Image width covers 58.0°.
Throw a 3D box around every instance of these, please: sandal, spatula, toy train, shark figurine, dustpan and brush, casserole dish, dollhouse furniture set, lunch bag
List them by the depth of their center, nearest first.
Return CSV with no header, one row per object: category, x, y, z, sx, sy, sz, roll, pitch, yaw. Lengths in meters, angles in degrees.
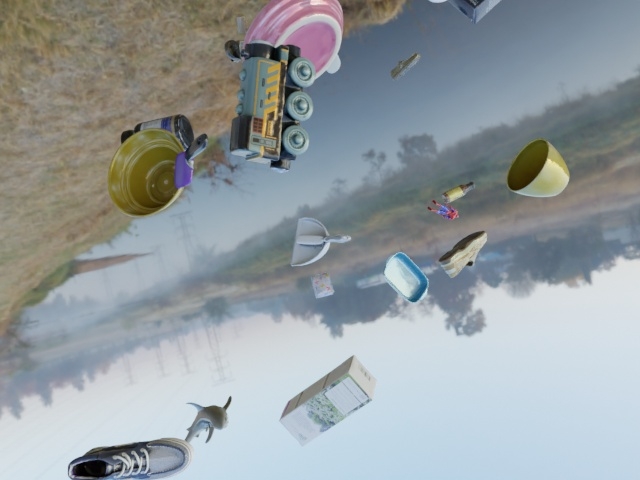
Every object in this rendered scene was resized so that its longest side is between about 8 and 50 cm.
spatula,-0.265,-0.167,1.177,0.030,0.084,0.296,5,173,-20
toy train,-0.126,-0.346,1.475,0.190,0.334,0.142,6,180,-31
dustpan and brush,0.000,0.000,1.649,0.211,0.147,0.060,0,164,28
shark figurine,-0.366,0.531,1.704,0.278,0.116,0.166,-42,-161,29
casserole dish,0.275,0.123,1.900,0.114,0.188,0.037,-51,-163,-22
dollhouse furniture set,-0.212,-0.679,1.932,0.123,0.151,0.144,-8,-153,-8
sandal,-0.304,-0.666,2.067,0.060,0.090,0.219,-16,-169,16
lunch bag,0.007,0.165,2.147,0.071,0.083,0.053,-14,165,-11

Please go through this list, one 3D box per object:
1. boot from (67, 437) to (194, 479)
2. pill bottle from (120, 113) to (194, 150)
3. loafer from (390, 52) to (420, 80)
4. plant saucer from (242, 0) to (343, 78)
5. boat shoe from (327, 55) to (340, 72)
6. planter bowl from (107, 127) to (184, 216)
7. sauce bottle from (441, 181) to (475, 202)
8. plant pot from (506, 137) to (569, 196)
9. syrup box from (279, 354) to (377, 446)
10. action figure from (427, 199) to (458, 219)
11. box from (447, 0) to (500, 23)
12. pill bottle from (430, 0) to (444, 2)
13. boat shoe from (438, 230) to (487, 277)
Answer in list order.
boot,-0.310,0.369,0.951,0.190,0.069,0.086,-8,170,1
pill bottle,-0.547,-0.343,1.937,0.219,0.123,0.123,-10,177,12
loafer,0.348,-0.729,2.398,0.148,0.050,0.056,-40,166,16
plant saucer,-0.064,-0.566,1.674,0.332,0.084,0.332,-29,154,-15
boat shoe,0.001,-0.645,1.890,0.077,0.070,0.219,-36,145,-7
planter bowl,-0.390,-0.150,1.375,0.217,0.217,0.090,-16,163,16
sauce bottle,0.505,-0.178,2.109,0.128,0.042,0.042,-25,178,-10
plant pot,0.510,-0.152,1.324,0.095,0.134,0.134,26,163,-14
syrup box,0.018,0.398,1.432,0.237,0.093,0.096,-39,-174,20
action figure,0.356,-0.085,1.653,0.115,0.038,0.030,20,-161,-34
box,0.513,-0.835,1.908,0.158,0.156,0.093,-42,162,2
pill bottle,0.251,-0.667,1.357,0.117,0.208,0.118,-17,148,-11
boat shoe,0.407,0.041,1.616,0.190,0.072,0.068,-33,-173,-27
